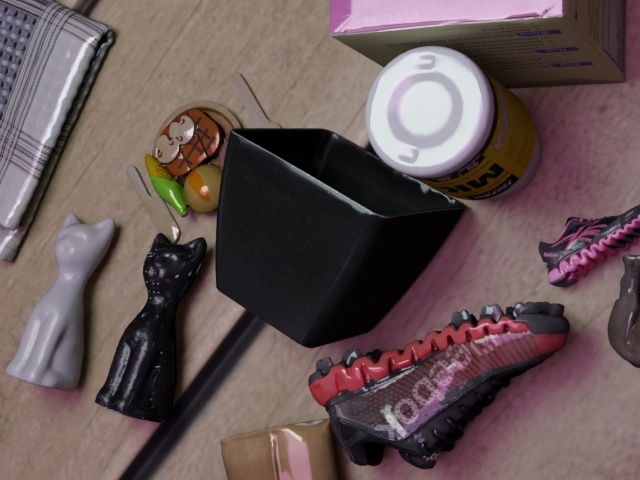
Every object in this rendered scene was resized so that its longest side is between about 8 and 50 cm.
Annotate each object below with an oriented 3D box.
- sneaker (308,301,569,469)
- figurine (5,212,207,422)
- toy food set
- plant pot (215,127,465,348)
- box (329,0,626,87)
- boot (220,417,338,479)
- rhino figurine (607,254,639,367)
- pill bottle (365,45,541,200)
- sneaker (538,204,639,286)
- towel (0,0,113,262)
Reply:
[{"bbox_3d":[0.123,0.146,1.191,0.276,0.097,0.135,-23,74,24],"label":"sneaker"},{"bbox_3d":[-0.241,0.077,1.386,0.214,0.092,0.209,13,83,27],"label":"figurine"},{"bbox_3d":[-0.140,-0.096,1.377,0.192,0.038,0.132,-40,69,16],"label":"toy food set"},{"bbox_3d":[0.000,0.000,1.229,0.188,0.187,0.167,32,109,25],"label":"plant pot"},{"bbox_3d":[0.155,-0.224,1.139,0.213,0.243,0.117,0,83,26],"label":"box"},{"bbox_3d":[0.017,0.312,1.227,0.236,0.089,0.270,-15,76,23],"label":"boot"},{"bbox_3d":[0.344,0.073,1.061,0.243,0.073,0.106,7,91,57],"label":"rhino figurine"},{"bbox_3d":[0.134,-0.102,1.153,0.119,0.208,0.119,-4,82,25],"label":"pill bottle"},{"bbox_3d":[0.261,-0.007,1.176,0.119,0.047,0.057,-34,59,17],"label":"sneaker"},{"bbox_3d":[-0.437,-0.170,1.520,0.312,0.056,0.324,27,96,26],"label":"towel"}]
